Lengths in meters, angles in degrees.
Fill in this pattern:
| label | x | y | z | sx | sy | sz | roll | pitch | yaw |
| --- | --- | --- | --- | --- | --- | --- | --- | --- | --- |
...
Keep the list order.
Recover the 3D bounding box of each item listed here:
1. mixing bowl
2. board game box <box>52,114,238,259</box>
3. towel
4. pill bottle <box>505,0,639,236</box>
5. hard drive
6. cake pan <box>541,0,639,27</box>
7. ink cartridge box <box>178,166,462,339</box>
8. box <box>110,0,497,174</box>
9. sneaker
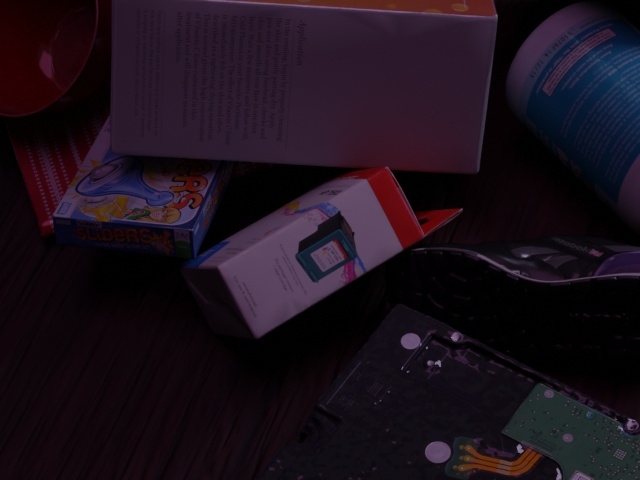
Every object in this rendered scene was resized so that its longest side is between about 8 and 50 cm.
| label | x | y | z | sx | sy | sz | roll | pitch | yaw |
| --- | --- | --- | --- | --- | --- | --- | --- | --- | --- |
| mixing bowl | -0.264 | -0.201 | 1.861 | 0.181 | 0.098 | 0.181 | -7 | 77 | 31 |
| board game box | -0.157 | -0.061 | 1.766 | 0.136 | 0.035 | 0.201 | 6 | 37 | 11 |
| towel | -0.172 | -0.112 | 1.882 | 0.275 | 0.031 | 0.199 | -18 | 51 | -8 |
| pill bottle | 0.303 | -0.099 | 1.742 | 0.146 | 0.146 | 0.264 | -29 | 53 | -16 |
| hard drive | 0.143 | 0.216 | 1.560 | 0.339 | 0.064 | 0.237 | 25 | 58 | 25 |
| cake pan | 0.282 | -0.258 | 1.809 | 0.293 | 0.293 | 0.054 | 25 | 86 | 24 |
| ink cartridge box | 0.000 | 0.000 | 1.697 | 0.231 | 0.078 | 0.134 | -31 | 9 | -18 |
| box | -0.018 | -0.192 | 1.772 | 0.345 | 0.168 | 0.215 | 3 | 31 | -3 |
| sneaker | 0.203 | 0.044 | 1.689 | 0.283 | 0.107 | 0.124 | 8 | 25 | 20 |
